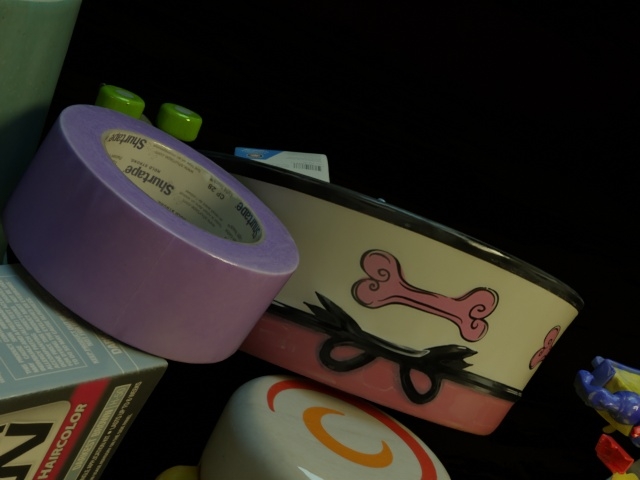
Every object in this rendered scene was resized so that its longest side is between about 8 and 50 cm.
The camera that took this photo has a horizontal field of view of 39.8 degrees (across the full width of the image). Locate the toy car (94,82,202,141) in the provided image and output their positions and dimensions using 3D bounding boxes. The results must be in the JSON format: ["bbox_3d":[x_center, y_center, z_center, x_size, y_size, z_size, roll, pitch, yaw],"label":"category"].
[{"bbox_3d":[-0.251,-0.118,1.061,0.149,0.155,0.188,12,20,-38],"label":"toy car"}]

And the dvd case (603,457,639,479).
[{"bbox_3d":[0.412,0.352,1.055,0.179,0.029,0.239,44,25,29],"label":"dvd case"}]

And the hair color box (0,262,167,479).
[{"bbox_3d":[-0.281,0.122,0.464,0.113,0.185,0.374,44,26,26],"label":"hair color box"}]

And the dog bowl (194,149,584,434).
[{"bbox_3d":[0.029,0.058,0.851,0.408,0.150,0.408,21,-5,2],"label":"dog bowl"}]

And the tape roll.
[{"bbox_3d":[-0.113,-0.007,0.610,0.189,0.080,0.189,34,15,-11],"label":"tape roll"}]

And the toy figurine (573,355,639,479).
[{"bbox_3d":[0.452,0.208,1.143,0.363,0.191,0.217,17,21,-33],"label":"toy figurine"}]

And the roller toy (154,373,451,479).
[{"bbox_3d":[-0.009,0.209,0.674,0.191,0.146,0.209,32,13,23],"label":"roller toy"}]

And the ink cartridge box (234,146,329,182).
[{"bbox_3d":[-0.056,-0.044,1.177,0.134,0.078,0.231,5,27,-4],"label":"ink cartridge box"}]

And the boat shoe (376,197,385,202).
[{"bbox_3d":[0.110,0.006,1.314,0.109,0.089,0.258,19,25,-26],"label":"boat shoe"}]

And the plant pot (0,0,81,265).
[{"bbox_3d":[-0.349,-0.089,0.627,0.341,0.334,0.341,25,24,-12],"label":"plant pot"}]
